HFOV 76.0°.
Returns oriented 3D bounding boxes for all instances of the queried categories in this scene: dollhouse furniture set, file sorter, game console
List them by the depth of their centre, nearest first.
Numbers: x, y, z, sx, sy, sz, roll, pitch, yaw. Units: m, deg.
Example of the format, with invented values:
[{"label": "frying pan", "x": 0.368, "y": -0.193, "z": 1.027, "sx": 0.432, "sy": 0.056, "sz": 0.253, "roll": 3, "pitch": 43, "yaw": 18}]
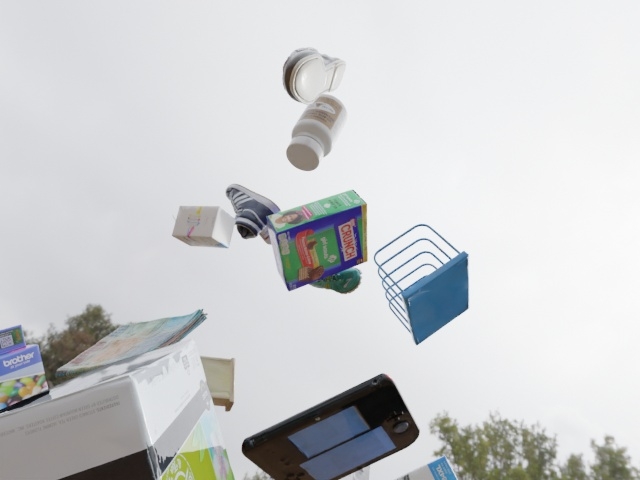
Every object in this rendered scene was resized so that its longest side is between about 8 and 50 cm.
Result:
[{"label": "file sorter", "x": 0.169, "y": 0.073, "z": 0.691, "sx": 0.104, "sy": 0.118, "sz": 0.170, "roll": 50, "pitch": -10, "yaw": 40}, {"label": "game console", "x": 0.046, "y": 0.498, "z": 1.022, "sx": 0.387, "sy": 0.060, "sz": 0.342, "roll": -26, "pitch": -47, "yaw": 1}, {"label": "dollhouse furniture set", "x": -0.482, "y": 0.590, "z": 1.474, "sx": 0.257, "sy": 0.362, "sz": 0.394, "roll": 13, "pitch": -54, "yaw": -19}]

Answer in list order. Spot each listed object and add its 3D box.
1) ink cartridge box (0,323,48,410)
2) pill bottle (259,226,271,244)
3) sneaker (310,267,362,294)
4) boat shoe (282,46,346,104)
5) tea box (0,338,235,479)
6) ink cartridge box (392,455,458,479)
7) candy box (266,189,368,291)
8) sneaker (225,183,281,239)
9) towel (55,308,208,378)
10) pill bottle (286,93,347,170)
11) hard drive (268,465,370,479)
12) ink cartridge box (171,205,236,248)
[{"label": "ink cartridge box", "x": -0.682, "y": 0.351, "z": 0.862, "sx": 0.065, "sy": 0.186, "sz": 0.310, "roll": -12, "pitch": -89, "yaw": 30}, {"label": "pill bottle", "x": -0.206, "y": -0.061, "z": 1.681, "sx": 0.216, "sy": 0.121, "sz": 0.121, "roll": 51, "pitch": -41, "yaw": -1}, {"label": "sneaker", "x": 0.035, "y": 0.147, "z": 1.580, "sx": 0.275, "sy": 0.106, "sz": 0.110, "roll": -5, "pitch": -19, "yaw": 37}, {"label": "boat shoe", "x": -0.034, "y": -0.393, "z": 0.960, "sx": 0.096, "sy": 0.335, "sz": 0.112, "roll": 24, "pitch": -62, "yaw": 10}, {"label": "tea box", "x": -0.273, "y": 0.343, "z": 0.579, "sx": 0.220, "sy": 0.323, "sz": 0.329, "roll": -16, "pitch": -4, "yaw": -6}, {"label": "ink cartridge box", "x": 0.221, "y": 0.590, "z": 0.957, "sx": 0.203, "sy": 0.085, "sz": 0.148, "roll": -26, "pitch": -30, "yaw": 0}, {"label": "candy box", "x": 0.000, "y": 0.000, "z": 1.400, "sx": 0.317, "sy": 0.122, "sz": 0.268, "roll": -21, "pitch": -48, "yaw": -15}, {"label": "sneaker", "x": -0.284, "y": -0.103, "z": 1.464, "sx": 0.282, "sy": 0.153, "sz": 0.099, "roll": 24, "pitch": -22, "yaw": 37}, {"label": "towel", "x": -0.555, "y": 0.302, "z": 1.214, "sx": 0.370, "sy": 0.271, "sz": 0.040, "roll": -13, "pitch": -76, "yaw": 22}, {"label": "pill bottle", "x": -0.013, "y": -0.319, "z": 1.217, "sx": 0.131, "sy": 0.229, "sz": 0.131, "roll": 16, "pitch": -35, "yaw": 12}, {"label": "hard drive", "x": 0.006, "y": 0.799, "z": 1.443, "sx": 0.339, "sy": 0.237, "sz": 0.064, "roll": 21, "pitch": -55, "yaw": 1}, {"label": "ink cartridge box", "x": -0.321, "y": -0.036, "z": 1.105, "sx": 0.143, "sy": 0.089, "sz": 0.092, "roll": 2, "pitch": -20, "yaw": 19}]
